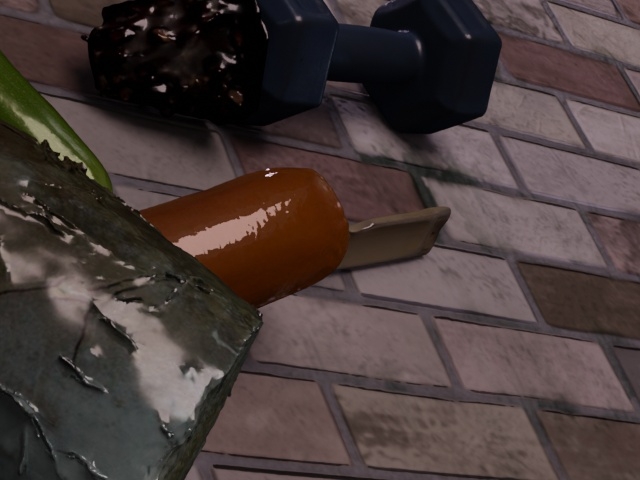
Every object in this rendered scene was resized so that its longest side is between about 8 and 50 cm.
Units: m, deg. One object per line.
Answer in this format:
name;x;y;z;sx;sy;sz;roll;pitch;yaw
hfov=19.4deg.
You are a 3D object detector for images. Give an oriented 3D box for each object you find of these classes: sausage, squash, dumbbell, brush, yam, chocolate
sausage;-0.098;0.017;1.456;0.274;0.105;0.105;-21;63;-31
squash;-0.279;-0.119;1.518;0.292;0.082;0.082;48;34;14
dumbbell;0.027;-0.184;1.842;0.325;0.160;0.144;-2;81;-46
brush;0.000;0.000;1.667;0.321;0.060;0.050;-9;44;-49
yam;-0.207;0.060;1.250;0.348;0.241;0.241;39;32;7
chocolate;-0.143;-0.165;1.678;0.133;0.156;0.156;-13;56;-32
